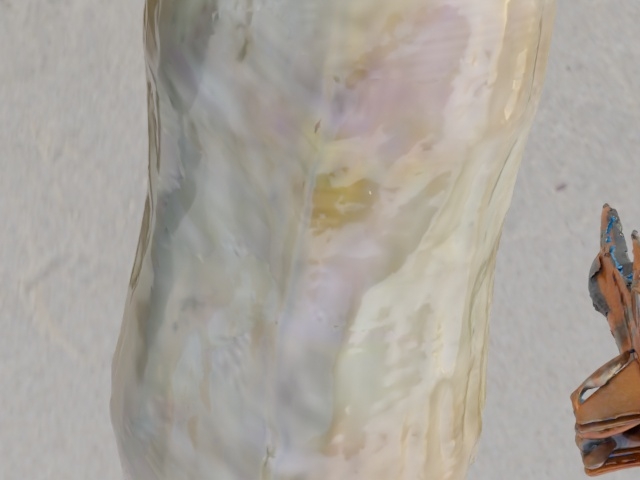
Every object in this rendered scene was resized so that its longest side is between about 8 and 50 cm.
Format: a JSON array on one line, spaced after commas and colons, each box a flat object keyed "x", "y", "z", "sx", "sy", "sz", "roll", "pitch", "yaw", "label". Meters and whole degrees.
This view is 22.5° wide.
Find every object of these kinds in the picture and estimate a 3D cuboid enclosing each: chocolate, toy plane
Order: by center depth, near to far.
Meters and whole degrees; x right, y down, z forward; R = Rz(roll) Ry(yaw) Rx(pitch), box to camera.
[{"x": 0.000, "y": 0.000, "z": 0.518, "sx": 0.134, "sy": 0.134, "sz": 0.309, "roll": 4, "pitch": 122, "yaw": -9, "label": "chocolate"}, {"x": 0.148, "y": 0.036, "z": 0.716, "sx": 0.062, "sy": 0.188, "sz": 0.135, "roll": -3, "pitch": 125, "yaw": 16, "label": "toy plane"}]
